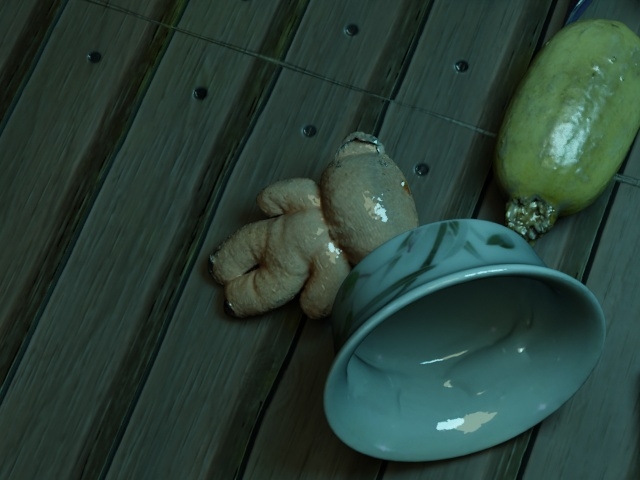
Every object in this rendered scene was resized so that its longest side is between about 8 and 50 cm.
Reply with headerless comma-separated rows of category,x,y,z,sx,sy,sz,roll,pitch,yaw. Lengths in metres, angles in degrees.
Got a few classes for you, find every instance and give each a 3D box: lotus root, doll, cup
lotus root,0.323,-0.143,1.611,0.169,0.151,0.342,26,73,11
doll,0.000,0.000,1.610,0.303,0.156,0.201,-27,80,24
cup,0.151,0.101,1.475,0.347,0.347,0.163,-17,48,-3

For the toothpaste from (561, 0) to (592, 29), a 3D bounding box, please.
toothpaste,0.426,-0.439,1.725,0.080,0.125,0.371,28,72,4
